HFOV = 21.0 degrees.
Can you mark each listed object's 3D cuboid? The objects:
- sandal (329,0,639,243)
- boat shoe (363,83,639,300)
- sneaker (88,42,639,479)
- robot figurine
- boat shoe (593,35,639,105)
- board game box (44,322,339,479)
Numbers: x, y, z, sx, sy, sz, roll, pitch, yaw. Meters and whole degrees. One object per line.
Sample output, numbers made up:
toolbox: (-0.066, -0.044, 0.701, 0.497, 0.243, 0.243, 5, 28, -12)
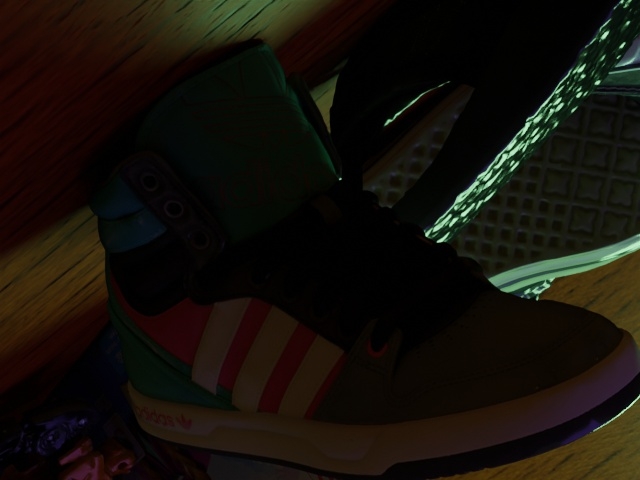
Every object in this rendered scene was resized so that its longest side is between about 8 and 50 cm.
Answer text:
sandal: (0.106, -0.122, 0.953, 0.445, 0.107, 0.167, -53, 168, 19)
boat shoe: (0.118, -0.020, 1.371, 0.500, 0.187, 0.156, -32, 179, -4)
sneaker: (0.000, 0.000, 0.775, 0.295, 0.178, 0.124, -2, -158, 43)
robot figurine: (-0.258, 0.224, 1.225, 0.291, 0.085, 0.211, -36, 139, -20)
boat shoe: (0.277, -0.124, 1.275, 0.301, 0.102, 0.108, -8, -162, -10)
board game box: (-0.070, 0.206, 1.286, 0.066, 0.318, 0.318, -32, 172, -34)
